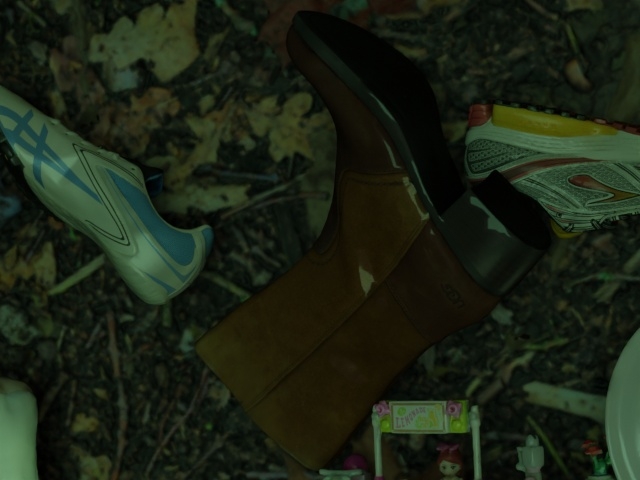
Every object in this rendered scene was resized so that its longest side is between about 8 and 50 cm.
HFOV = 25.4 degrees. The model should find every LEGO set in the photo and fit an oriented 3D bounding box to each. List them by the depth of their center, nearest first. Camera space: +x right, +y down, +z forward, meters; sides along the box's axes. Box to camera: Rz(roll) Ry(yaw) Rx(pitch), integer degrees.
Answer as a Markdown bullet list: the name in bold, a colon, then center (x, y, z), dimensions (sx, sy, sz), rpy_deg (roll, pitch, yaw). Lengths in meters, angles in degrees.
- **LEGO set**: center (0.137, 0.165, 1.038), dimensions (0.287, 0.132, 0.107), rpy_deg (-3, 87, 10)

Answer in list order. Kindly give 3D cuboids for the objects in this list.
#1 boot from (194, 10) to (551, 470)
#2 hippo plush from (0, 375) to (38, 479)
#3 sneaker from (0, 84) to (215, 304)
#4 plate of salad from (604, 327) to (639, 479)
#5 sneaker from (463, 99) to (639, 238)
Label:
- **boot**: center (0.000, 0.000, 1.088), dimensions (0.264, 0.096, 0.280), rpy_deg (47, 120, 5)
- **hippo plush**: center (-0.336, 0.237, 1.061), dimensions (0.234, 0.236, 0.294), rpy_deg (-30, 69, 22)
- **sneaker**: center (-0.183, -0.048, 1.135), dimensions (0.237, 0.085, 0.086), rpy_deg (42, 73, 11)
- **plate of salad**: center (0.297, 0.136, 1.027), dimensions (0.200, 0.048, 0.199), rpy_deg (2, 77, -9)
- **sneaker**: center (0.214, -0.042, 1.049), dimensions (0.225, 0.088, 0.092), rpy_deg (13, 99, 21)
